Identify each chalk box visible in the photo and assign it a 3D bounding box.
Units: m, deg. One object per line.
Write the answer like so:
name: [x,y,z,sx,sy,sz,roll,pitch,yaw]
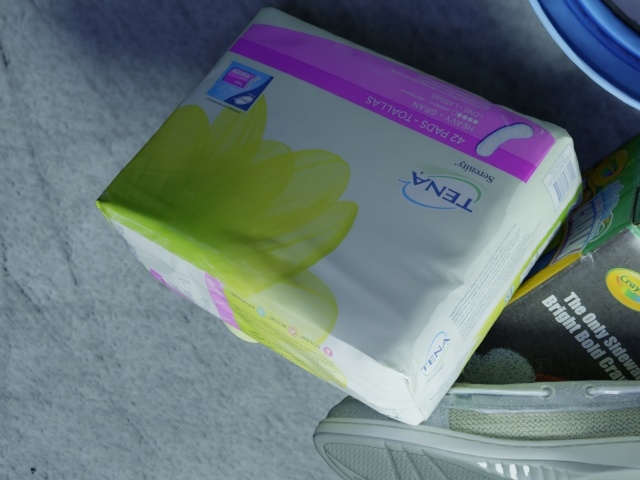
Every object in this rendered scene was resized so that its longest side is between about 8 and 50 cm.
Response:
chalk box: [0.243,0.049,0.887,0.289,0.179,0.180,-37,100,31]

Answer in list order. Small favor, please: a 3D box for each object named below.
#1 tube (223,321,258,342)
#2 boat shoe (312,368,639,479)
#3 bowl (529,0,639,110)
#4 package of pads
tube: [0.000,0.000,1.018,0.070,0.062,0.240,19,129,-42]
boat shoe: [0.150,0.142,0.816,0.320,0.103,0.118,-3,135,27]
bowl: [0.309,-0.256,0.734,0.391,0.077,0.391,7,115,14]
package of pads: [0.008,-0.026,0.842,0.296,0.229,0.101,27,158,28]
